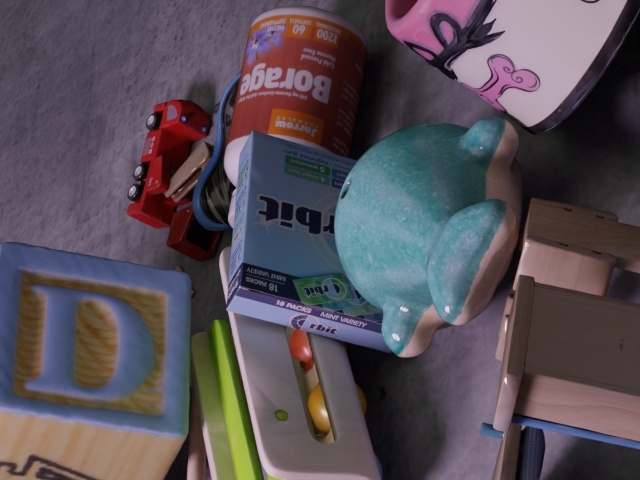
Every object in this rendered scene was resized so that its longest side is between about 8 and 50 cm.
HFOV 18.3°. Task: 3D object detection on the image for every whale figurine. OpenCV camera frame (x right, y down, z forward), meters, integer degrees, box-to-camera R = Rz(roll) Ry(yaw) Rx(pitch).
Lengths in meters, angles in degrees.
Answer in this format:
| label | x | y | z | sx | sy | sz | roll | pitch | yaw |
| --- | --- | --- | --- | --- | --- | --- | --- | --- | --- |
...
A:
| label | x | y | z | sx | sy | sz | roll | pitch | yaw |
| --- | --- | --- | --- | --- | --- | --- | --- | --- | --- |
| whale figurine | 0.088 | -0.011 | 1.641 | 0.272 | 0.141 | 0.216 | -108 | 42 | -79 |

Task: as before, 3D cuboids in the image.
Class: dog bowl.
| label | x | y | z | sx | sy | sz | roll | pitch | yaw |
| --- | --- | --- | --- | --- | --- | --- | --- | --- | --- |
| dog bowl | 0.181 | -0.302 | 1.627 | 0.408 | 0.150 | 0.408 | -160 | 90 | -80 |

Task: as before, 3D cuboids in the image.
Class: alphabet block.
| label | x | y | z | sx | sy | sz | roll | pitch | yaw |
| --- | --- | --- | --- | --- | --- | --- | --- | --- | --- |
| alphabet block | -0.239 | 0.142 | 1.865 | 0.197 | 0.193 | 0.192 | 120 | 157 | -49 |

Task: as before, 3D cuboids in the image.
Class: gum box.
| label | x | y | z | sx | sy | sz | roll | pitch | yaw |
| --- | --- | --- | --- | --- | --- | --- | --- | --- | --- |
| gum box | 0.000 | 0.000 | 1.784 | 0.041 | 0.157 | 0.184 | 122 | 158 | -46 |

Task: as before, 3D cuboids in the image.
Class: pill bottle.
| label | x | y | z | sx | sy | sz | roll | pitch | yaw |
| --- | --- | --- | --- | --- | --- | --- | --- | --- | --- |
| pill bottle | -0.027 | -0.110 | 1.941 | 0.121 | 0.121 | 0.216 | -16 | 56 | 47 |

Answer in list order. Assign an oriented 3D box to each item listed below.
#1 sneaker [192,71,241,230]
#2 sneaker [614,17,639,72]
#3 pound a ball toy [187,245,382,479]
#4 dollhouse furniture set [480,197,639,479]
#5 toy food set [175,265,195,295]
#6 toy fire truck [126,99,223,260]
| label | x | y | z | sx | sy | sz | roll | pitch | yaw |
| --- | --- | --- | --- | --- | --- | --- | --- | --- | --- |
| sneaker | -0.072 | -0.095 | 2.055 | 0.078 | 0.067 | 0.188 | 4 | 69 | 31 |
| sneaker | 0.332 | -0.263 | 1.605 | 0.130 | 0.109 | 0.286 | 17 | 89 | 46 |
| pound a ball toy | -0.040 | 0.158 | 1.805 | 0.319 | 0.136 | 0.208 | -105 | 28 | -46 |
| dollhouse furniture set | 0.213 | 0.181 | 1.488 | 0.286 | 0.198 | 0.303 | -72 | -7 | -59 |
| toy food set | -0.182 | 0.084 | 2.107 | 0.122 | 0.019 | 0.078 | -54 | 36 | 15 |
| toy fire truck | -0.147 | -0.069 | 2.137 | 0.135 | 0.047 | 0.192 | -11 | 59 | 49 |
